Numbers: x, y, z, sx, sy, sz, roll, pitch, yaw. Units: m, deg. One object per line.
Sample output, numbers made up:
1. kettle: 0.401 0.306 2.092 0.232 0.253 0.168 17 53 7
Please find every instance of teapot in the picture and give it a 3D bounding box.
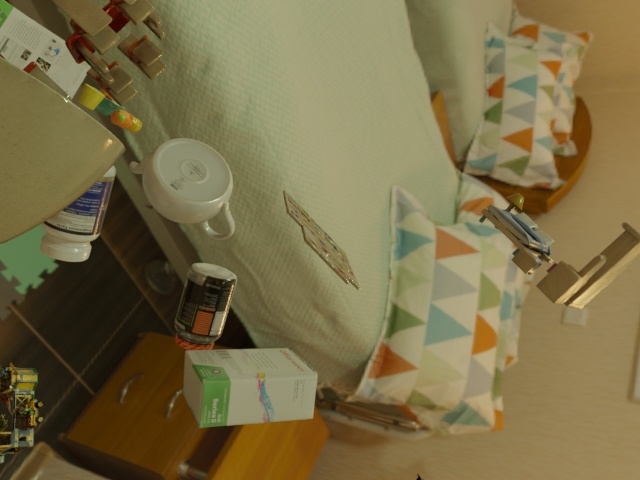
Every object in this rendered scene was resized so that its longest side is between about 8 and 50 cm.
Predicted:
1. teapot: -0.367 -0.135 1.646 0.252 0.187 0.256 2 58 -30

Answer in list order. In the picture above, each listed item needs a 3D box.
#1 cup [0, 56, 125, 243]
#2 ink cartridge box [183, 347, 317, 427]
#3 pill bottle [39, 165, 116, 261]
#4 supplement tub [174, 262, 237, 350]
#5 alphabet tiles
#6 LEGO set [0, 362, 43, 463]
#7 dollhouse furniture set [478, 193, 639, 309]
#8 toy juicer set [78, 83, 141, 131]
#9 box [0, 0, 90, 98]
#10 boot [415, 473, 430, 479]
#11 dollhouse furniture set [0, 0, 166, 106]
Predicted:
1. cup: -0.517 -0.136 0.955 0.237 0.331 0.331 -61 145 -8
2. ink cartridge box: -0.131 0.263 1.109 0.212 0.154 0.093 1 99 -24
3. pill bottle: -0.640 -0.087 1.583 0.153 0.153 0.265 -5 118 -59
4. supplement tub: -0.275 0.158 1.430 0.117 0.117 0.190 2 108 -59
5. alphabet tiles: 0.000 0.000 1.195 0.198 0.009 0.237 46 8 -18
6. LEGO set: -0.845 0.435 1.462 0.192 0.331 0.255 19 60 -50
7. dollhouse furniture set: 0.489 -0.035 1.283 0.198 0.303 0.286 -49 149 17
8. toy juicer set: -0.686 -0.450 2.027 0.209 0.329 0.089 32 93 -20
9. box: -0.849 -0.511 1.729 0.322 0.058 0.232 33 77 -30
10. boot: 0.221 0.530 1.095 0.112 0.115 0.305 -51 -175 3
11. dollhouse furniture set: -0.390 -0.317 0.990 0.259 0.135 0.262 -47 180 -13
